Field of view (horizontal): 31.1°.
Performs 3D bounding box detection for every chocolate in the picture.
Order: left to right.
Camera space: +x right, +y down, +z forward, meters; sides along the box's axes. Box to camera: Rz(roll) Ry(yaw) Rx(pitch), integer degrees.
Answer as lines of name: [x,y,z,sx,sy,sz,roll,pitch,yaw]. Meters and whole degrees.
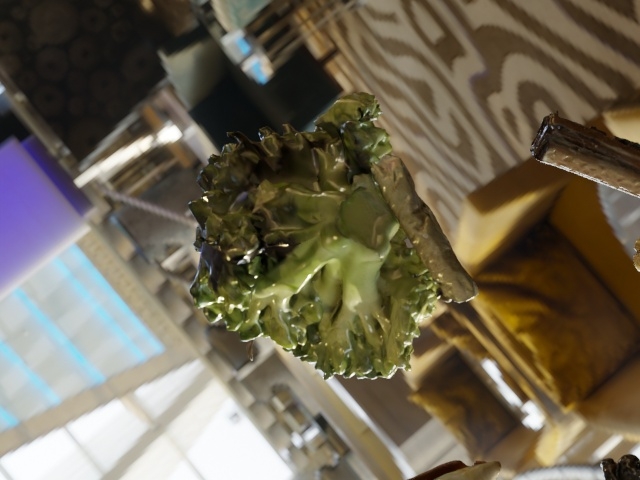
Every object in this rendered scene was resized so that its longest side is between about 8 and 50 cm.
chocolate: [0.536,-0.126,2.045,0.329,0.065,0.102,22,130,3]

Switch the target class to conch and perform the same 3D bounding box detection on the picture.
conch: [0.136,0.318,1.402,0.094,0.176,0.104,37,177,6]

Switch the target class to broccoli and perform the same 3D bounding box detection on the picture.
broccoli: [0.000,0.011,1.351,0.348,0.293,0.281,62,158,8]

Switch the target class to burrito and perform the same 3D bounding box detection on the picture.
burrito: [0.111,-0.013,1.231,0.041,0.045,0.185,-42,74,44]

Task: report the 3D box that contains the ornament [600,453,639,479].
ornament: [0.439,0.268,1.373,0.166,0.196,0.153,57,-169,-49]

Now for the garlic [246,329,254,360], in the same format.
garlic: [-0.016,0.076,1.834,0.207,0.256,0.207,26,144,21]

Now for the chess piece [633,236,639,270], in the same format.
chess piece: [0.461,0.019,1.459,0.122,0.066,0.066,6,141,44]
